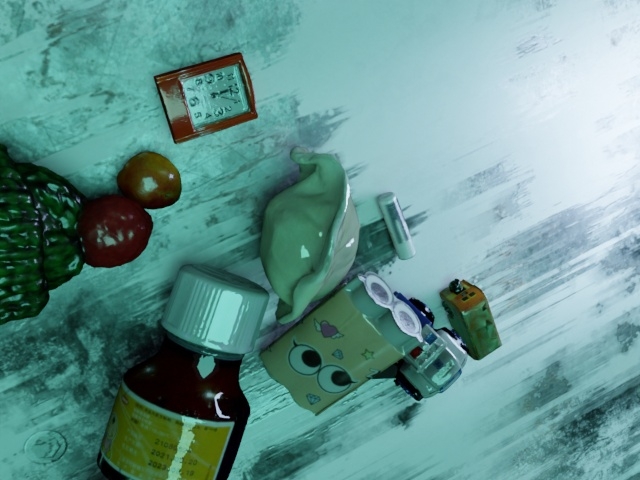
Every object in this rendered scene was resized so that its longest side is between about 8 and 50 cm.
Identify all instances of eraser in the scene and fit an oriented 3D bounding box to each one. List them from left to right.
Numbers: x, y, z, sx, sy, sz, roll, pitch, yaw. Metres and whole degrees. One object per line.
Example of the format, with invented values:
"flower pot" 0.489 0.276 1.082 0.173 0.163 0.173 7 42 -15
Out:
"eraser" 0.034 0.193 1.247 0.171 0.087 0.290 46 120 -5

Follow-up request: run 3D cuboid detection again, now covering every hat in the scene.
"hat" -0.426 -0.021 1.003 0.332 0.242 0.274 -11 138 -26

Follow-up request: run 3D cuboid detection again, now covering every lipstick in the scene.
"lipstick" 0.151 -0.029 1.317 0.040 0.040 0.141 -27 116 -10

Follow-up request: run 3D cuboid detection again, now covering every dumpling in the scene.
"dumpling" 0.000 0.000 1.152 0.187 0.243 0.318 3 96 -23

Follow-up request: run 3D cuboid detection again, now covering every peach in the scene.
"peach" -0.277 -0.095 1.092 0.100 0.101 0.101 -7 112 -19

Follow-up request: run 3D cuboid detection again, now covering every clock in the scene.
"clock" -0.187 -0.238 1.098 0.155 0.061 0.113 -20 116 -17

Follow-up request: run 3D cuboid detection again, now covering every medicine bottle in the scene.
"medicine bottle" -0.223 0.247 1.179 0.242 0.242 0.395 21 87 -27

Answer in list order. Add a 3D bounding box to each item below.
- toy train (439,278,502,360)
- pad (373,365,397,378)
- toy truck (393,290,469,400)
"toy train" 0.320 0.170 1.424 0.072 0.099 0.188 -29 118 -8
"pad" 0.181 0.252 1.456 0.193 0.004 0.116 4 107 -22
"toy truck" 0.185 0.202 1.322 0.161 0.213 0.177 -43 159 -7
